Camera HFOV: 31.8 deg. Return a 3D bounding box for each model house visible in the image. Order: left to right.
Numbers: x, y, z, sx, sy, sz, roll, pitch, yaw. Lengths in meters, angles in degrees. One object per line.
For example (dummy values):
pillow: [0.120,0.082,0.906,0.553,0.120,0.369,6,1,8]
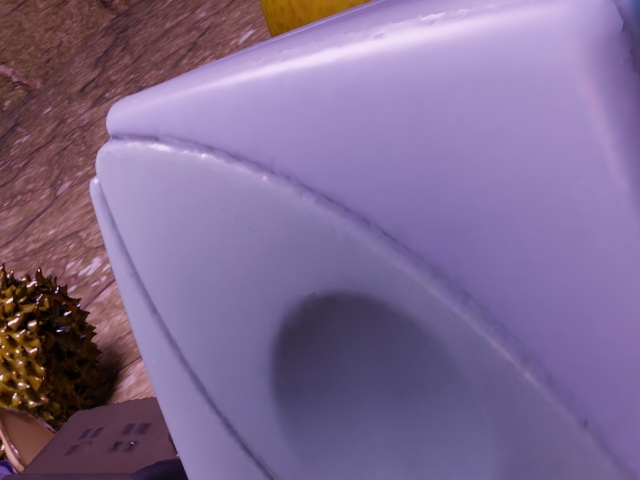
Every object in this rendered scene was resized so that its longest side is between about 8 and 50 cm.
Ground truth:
model house: [-0.155,0.270,0.833,0.211,0.204,0.243,-12,28,41]

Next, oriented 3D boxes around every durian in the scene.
durian: [-0.372,0.150,1.272,0.258,0.258,0.293,-34,32,10]

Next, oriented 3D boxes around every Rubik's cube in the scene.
Rubik's cube: [0.132,0.021,0.616,0.347,0.352,0.352,-7,12,44]

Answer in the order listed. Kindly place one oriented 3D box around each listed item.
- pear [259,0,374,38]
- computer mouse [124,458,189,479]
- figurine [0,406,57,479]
pear: [0.117,-0.187,1.091,0.386,0.340,0.191,13,57,16]
computer mouse: [-0.043,0.262,0.702,0.137,0.270,0.086,-31,-14,-42]
figurine: [-0.332,0.305,1.058,0.257,0.181,0.208,-47,56,0]
